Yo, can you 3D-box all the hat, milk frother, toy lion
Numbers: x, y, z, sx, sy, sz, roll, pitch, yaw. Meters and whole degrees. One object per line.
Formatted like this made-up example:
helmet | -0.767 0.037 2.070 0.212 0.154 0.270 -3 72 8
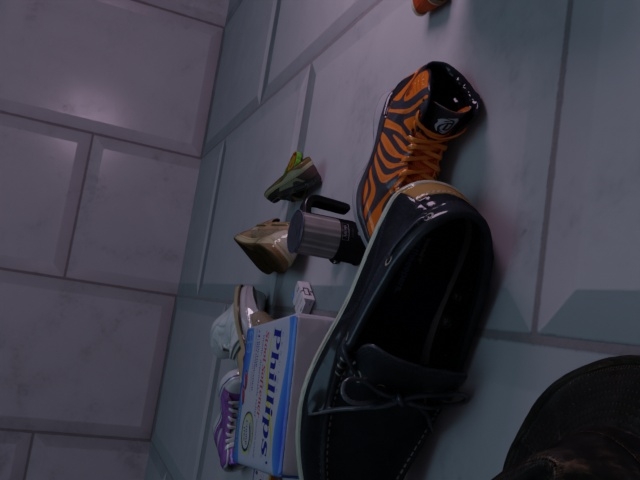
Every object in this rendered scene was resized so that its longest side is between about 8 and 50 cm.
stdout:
hat | 0.213 0.254 0.567 0.331 0.133 0.332 -169 90 -70
milk frother | 0.000 0.000 1.250 0.129 0.134 0.143 -99 28 -44
toy lion | -0.076 -0.181 1.698 0.100 0.034 0.096 144 140 -62

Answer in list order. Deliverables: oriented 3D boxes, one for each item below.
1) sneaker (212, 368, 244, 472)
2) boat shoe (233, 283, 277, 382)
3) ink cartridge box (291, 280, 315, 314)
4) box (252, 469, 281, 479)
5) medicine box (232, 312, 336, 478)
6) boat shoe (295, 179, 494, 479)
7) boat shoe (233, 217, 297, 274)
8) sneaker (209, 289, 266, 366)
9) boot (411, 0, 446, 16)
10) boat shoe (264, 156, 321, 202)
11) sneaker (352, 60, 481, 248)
sneaker | -0.196 0.452 1.596 0.161 0.102 0.282 -112 28 -50
boat shoe | -0.139 0.226 1.539 0.113 0.103 0.302 71 -175 -51
ink cartridge box | -0.037 0.132 1.427 0.083 0.028 0.048 -112 38 -56
box | -0.122 0.533 1.444 0.136 0.028 0.081 166 114 -70
medicine box | -0.040 0.284 1.189 0.289 0.149 0.264 150 128 -64
boat shoe | 0.095 0.166 0.856 0.156 0.186 0.500 -144 72 -74
boat shoe | -0.118 0.009 1.617 0.110 0.122 0.341 -44 18 -15
sneaker | -0.230 0.278 1.745 0.292 0.108 0.169 123 153 -42
boot | 0.186 -0.466 1.123 0.084 0.059 0.158 157 120 -71
boat shoe | -0.067 -0.126 1.573 0.073 0.080 0.223 54 149 -1
sneaker | 0.141 -0.124 0.962 0.180 0.124 0.321 146 132 -63
